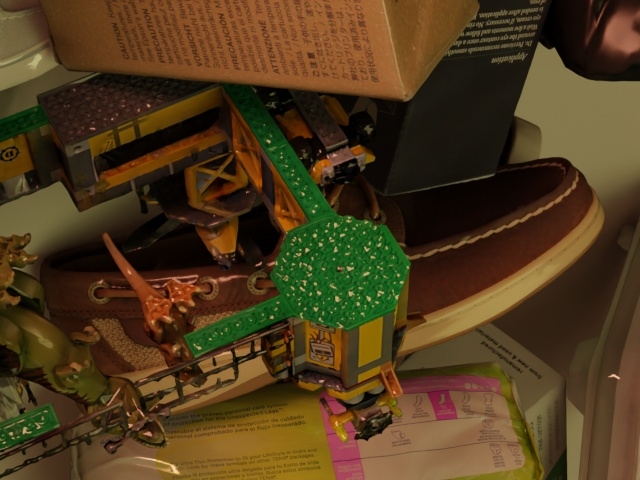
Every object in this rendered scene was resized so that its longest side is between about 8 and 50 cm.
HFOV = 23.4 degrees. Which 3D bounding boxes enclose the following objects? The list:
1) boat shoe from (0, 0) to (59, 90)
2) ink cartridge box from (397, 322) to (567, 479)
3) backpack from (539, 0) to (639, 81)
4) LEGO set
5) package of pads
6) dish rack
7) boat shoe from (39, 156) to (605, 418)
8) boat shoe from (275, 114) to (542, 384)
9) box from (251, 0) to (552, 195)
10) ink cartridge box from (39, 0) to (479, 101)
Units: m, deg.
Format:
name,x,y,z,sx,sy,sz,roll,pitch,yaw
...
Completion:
name,x,y,z,sx,sy,sz,roll,pitch,yaw
boat shoe,-0.185,-0.107,0.733,0.184,0.066,0.063,-20,137,-24
ink cartridge box,0.070,0.223,1.276,0.278,0.117,0.201,-38,144,-21
backpack,0.237,-0.294,0.873,0.273,0.290,0.356,-1,112,0
LEGO set,-0.117,0.056,0.772,0.331,0.255,0.192,-30,150,-19
package of pads,-0.016,0.187,1.022,0.296,0.101,0.229,-5,143,-11
dish rack,0.270,0.130,1.348,0.333,0.072,0.286,-55,149,-53
boat shoe,0.000,0.000,0.925,0.342,0.123,0.123,-17,112,0
boat shoe,0.026,0.033,1.071,0.096,0.116,0.324,28,114,-13
box,0.040,-0.134,0.874,0.093,0.156,0.158,-11,129,-38
ink cartridge box,-0.050,-0.183,0.653,0.088,0.193,0.235,-53,141,-39
